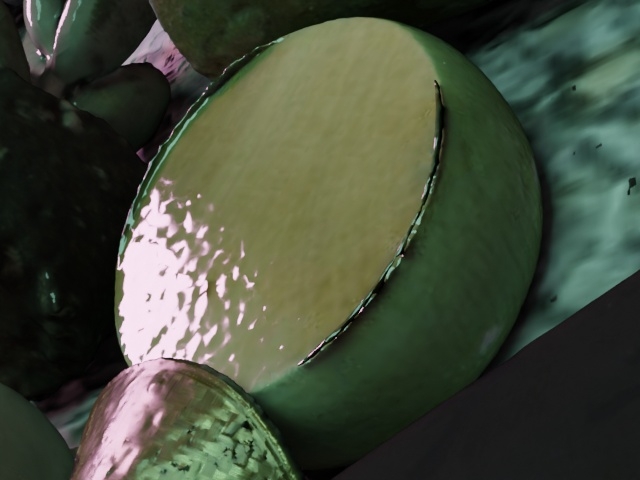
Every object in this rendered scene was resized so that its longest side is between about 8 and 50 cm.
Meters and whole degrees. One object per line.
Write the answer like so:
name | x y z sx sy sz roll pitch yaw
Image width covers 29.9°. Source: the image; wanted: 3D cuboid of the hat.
hat | -0.070 0.116 0.418 0.146 0.067 0.146 6 99 44

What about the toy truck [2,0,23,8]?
toy truck | -0.298 -0.320 1.020 0.176 0.178 0.363 -12 49 44

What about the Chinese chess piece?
Chinese chess piece | 0.000 0.000 0.491 0.188 0.083 0.188 -26 46 30

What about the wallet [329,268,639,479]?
wallet | 0.057 0.113 0.301 0.377 0.051 0.197 -34 38 7

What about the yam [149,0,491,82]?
yam | 0.078 -0.178 0.509 0.330 0.133 0.133 -23 45 32

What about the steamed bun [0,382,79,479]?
steamed bun | -0.201 0.167 0.501 0.146 0.164 0.241 -33 41 28

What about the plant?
plant | -0.159 -0.054 0.657 0.146 0.149 0.274 -21 44 37
